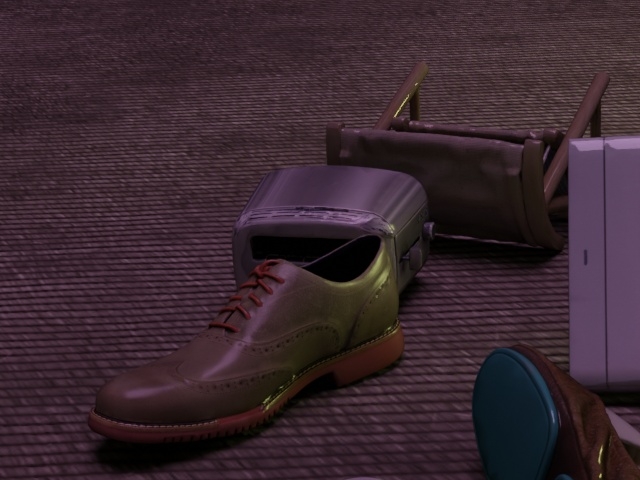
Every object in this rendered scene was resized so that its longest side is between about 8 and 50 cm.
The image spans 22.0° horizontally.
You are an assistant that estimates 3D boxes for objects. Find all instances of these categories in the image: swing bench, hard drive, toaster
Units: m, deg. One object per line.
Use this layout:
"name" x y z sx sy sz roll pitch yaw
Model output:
"swing bench" 0.176 -0.088 1.902 0.253 0.165 0.255 8 27 27
"hard drive" 0.396 0.016 1.447 0.353 0.233 0.047 -2 -17 13
"toaster" 0.000 0.000 1.708 0.227 0.129 0.146 4 22 14

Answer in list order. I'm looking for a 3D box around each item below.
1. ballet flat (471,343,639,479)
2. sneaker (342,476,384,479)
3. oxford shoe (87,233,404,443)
"ballet flat" 0.205 0.183 1.199 0.124 0.116 0.342 15 16 -14
"sneaker" 0.034 0.238 1.020 0.152 0.114 0.305 -13 21 -31
"oxford shoe" -0.067 0.081 1.469 0.123 0.130 0.348 14 25 41
